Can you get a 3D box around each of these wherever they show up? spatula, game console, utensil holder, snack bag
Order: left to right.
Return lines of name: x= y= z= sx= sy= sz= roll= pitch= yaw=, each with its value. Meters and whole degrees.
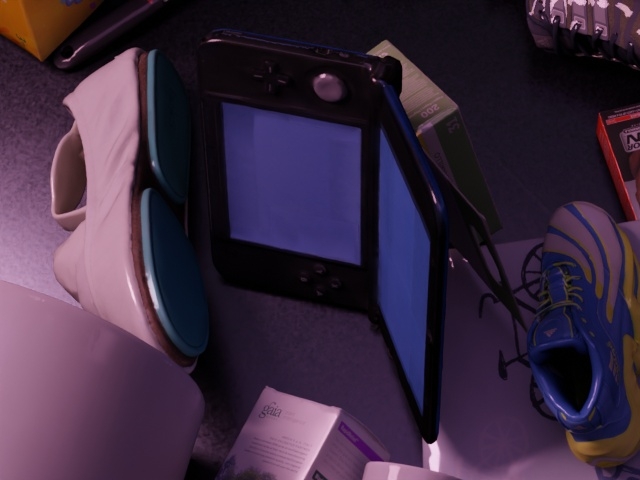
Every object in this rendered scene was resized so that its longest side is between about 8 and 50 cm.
utensil holder: x=-0.295 y=0.256 z=1.384 sx=0.327 sy=0.327 sz=0.385 roll=13 pitch=67 yaw=12
spatula: x=-0.139 y=-0.253 z=1.749 sx=0.296 sy=0.030 sz=0.084 roll=-30 pitch=65 yaw=-6
game console: x=0.000 y=0.000 z=1.457 sx=0.250 sy=0.293 sz=0.173 roll=11 pitch=46 yaw=12
snack bag: x=0.240 y=0.139 z=1.500 sx=0.342 sy=0.037 sz=0.323 roll=-9 pitch=66 yaw=19

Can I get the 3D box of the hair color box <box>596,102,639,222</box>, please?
hair color box: x=0.308 y=-0.057 z=1.603 sx=0.072 sy=0.043 sz=0.141 roll=-15 pitch=66 yaw=-2

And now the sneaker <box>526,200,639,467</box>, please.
sneaker: x=0.219 y=0.062 z=1.446 sx=0.091 sy=0.126 sz=0.240 roll=-17 pitch=63 yaw=19

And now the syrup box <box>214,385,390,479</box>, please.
syrup box: x=-0.045 y=0.251 z=1.464 sx=0.093 sy=0.096 sz=0.237 roll=12 pitch=64 yaw=41

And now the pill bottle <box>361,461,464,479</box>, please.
pill bottle: x=0.059 y=0.296 z=1.420 sx=0.121 sy=0.121 sz=0.216 roll=9 pitch=75 yaw=11

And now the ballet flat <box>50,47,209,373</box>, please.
ballet flat: x=-0.179 y=-0.015 z=1.568 sx=0.139 sy=0.139 sz=0.400 roll=-11 pitch=45 yaw=2

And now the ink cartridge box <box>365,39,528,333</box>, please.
ink cartridge box: x=0.119 y=-0.048 z=1.515 sx=0.056 sy=0.171 sz=0.235 roll=-35 pitch=47 yaw=-7

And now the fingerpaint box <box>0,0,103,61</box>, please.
fingerpaint box: x=-0.384 y=-0.425 z=1.620 sx=0.371 sy=0.445 sz=0.163 roll=33 pitch=67 yaw=18

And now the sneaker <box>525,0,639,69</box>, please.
sneaker: x=0.265 y=-0.205 z=1.638 sx=0.121 sy=0.111 sz=0.300 roll=-36 pitch=50 yaw=2
